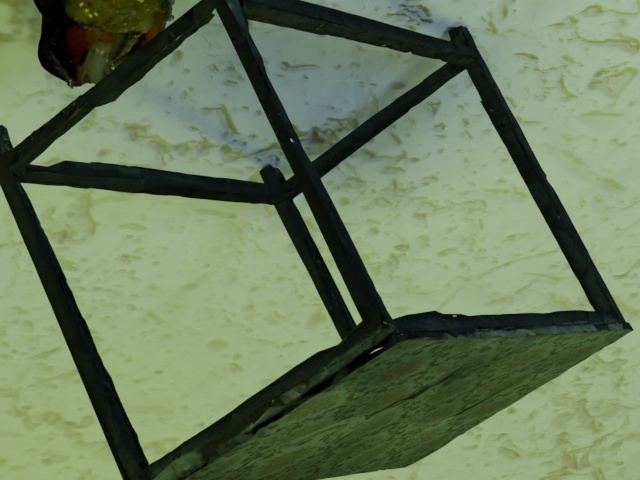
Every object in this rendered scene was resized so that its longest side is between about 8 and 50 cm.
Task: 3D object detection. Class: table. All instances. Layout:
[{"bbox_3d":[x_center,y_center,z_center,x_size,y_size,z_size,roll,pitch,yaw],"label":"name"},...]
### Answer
[{"bbox_3d":[0.000,0.000,1.160,0.222,0.272,0.335,-35,160,27],"label":"table"}]

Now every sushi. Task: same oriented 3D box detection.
[{"bbox_3d":[-0.132,-0.188,1.085,0.097,0.103,0.226,17,145,2],"label":"sushi"}]
